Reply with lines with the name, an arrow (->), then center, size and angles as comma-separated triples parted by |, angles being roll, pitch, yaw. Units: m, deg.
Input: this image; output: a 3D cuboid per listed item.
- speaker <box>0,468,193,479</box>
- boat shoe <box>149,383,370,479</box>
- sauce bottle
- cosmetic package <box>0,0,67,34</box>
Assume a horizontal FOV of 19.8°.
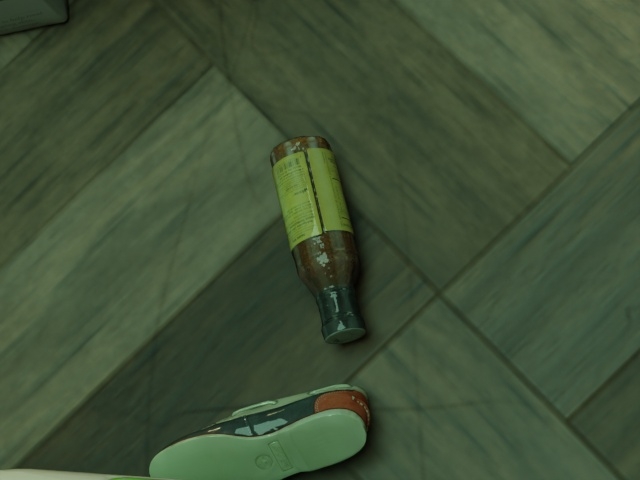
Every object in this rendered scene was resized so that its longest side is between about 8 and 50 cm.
speaker -> -0.074, 0.198, 1.032 | 0.296, 0.131, 0.131 | 2, 73, 17
boat shoe -> -0.035, 0.119, 1.092 | 0.137, 0.049, 0.043 | -18, 26, 13
sauce bottle -> 0.000, 0.000, 1.118 | 0.042, 0.042, 0.128 | -16, 69, 11
cosmetic package -> -0.244, -0.254, 1.251 | 0.117, 0.085, 0.231 | -9, 72, 14
